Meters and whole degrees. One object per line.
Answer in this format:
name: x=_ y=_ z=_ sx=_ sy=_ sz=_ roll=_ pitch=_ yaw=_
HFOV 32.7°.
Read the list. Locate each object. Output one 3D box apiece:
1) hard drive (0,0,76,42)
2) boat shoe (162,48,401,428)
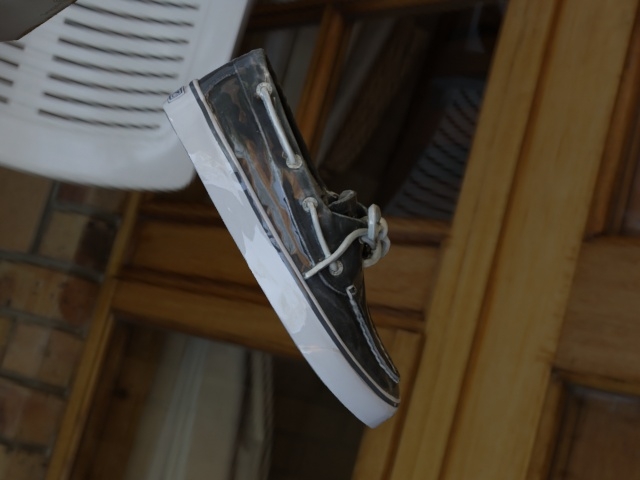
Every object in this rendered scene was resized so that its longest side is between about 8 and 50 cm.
hard drive: x=-0.434 y=-0.234 z=1.110 sx=0.353 sy=0.047 sz=0.233 roll=-16 pitch=-177 yaw=-39
boat shoe: x=0.000 y=-0.001 z=0.845 sx=0.105 sy=0.306 sz=0.113 roll=-29 pitch=-175 yaw=5
